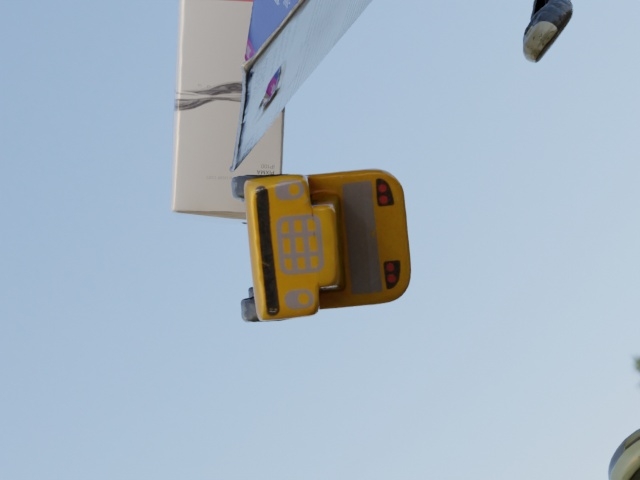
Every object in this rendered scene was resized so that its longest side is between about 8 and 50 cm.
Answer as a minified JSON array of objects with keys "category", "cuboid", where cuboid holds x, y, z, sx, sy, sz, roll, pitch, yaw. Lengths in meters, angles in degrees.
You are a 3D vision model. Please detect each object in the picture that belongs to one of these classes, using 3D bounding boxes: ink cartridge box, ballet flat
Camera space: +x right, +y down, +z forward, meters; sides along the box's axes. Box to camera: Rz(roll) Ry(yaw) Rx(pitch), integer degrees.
[{"category":"ink cartridge box","cuboid":[0.013,-0.229,1.088,0.330,0.071,0.324,-51,-2,-11]},{"category":"ink cartridge box","cuboid":[-0.097,-0.160,1.484,0.117,0.283,0.207,3,-1,-5]},{"category":"ballet flat","cuboid":[0.200,-0.213,1.252,0.057,0.049,0.173,-50,12,40]}]

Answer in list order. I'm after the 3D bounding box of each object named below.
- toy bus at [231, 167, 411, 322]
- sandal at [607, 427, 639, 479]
[{"category":"toy bus","cuboid":[0.000,0.000,1.141,0.130,0.108,0.333,-4,1,-1]},{"category":"sandal","cuboid":[0.390,0.190,1.134,0.302,0.086,0.120,-12,-58,2]}]
